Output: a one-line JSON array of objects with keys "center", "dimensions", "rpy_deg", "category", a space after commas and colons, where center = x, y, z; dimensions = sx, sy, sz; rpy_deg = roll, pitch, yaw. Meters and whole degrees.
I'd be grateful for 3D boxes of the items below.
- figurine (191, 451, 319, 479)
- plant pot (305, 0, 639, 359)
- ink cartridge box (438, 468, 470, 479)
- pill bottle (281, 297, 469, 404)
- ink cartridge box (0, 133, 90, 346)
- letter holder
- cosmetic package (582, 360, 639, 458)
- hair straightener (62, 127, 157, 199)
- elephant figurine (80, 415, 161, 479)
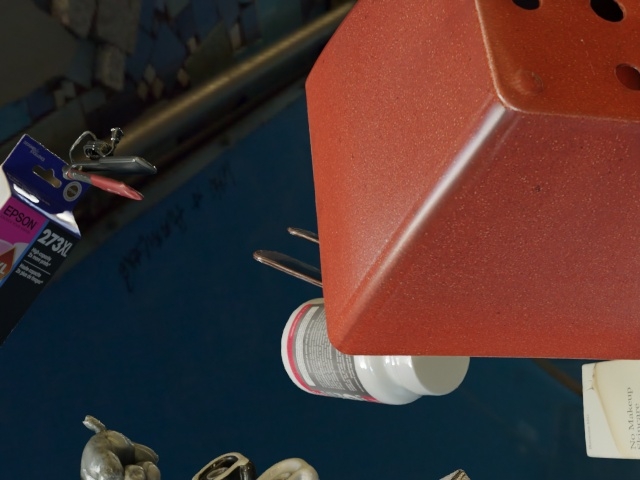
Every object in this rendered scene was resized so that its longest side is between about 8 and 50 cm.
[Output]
[{"center": [-0.058, 0.410, 1.252], "dimensions": [0.215, 0.209, 0.092], "rpy_deg": [-10, -161, 45], "category": "figurine"}, {"center": [0.150, -0.085, 0.644], "dimensions": [0.267, 0.236, 0.267], "rpy_deg": [2, -121, -13], "category": "plant pot"}, {"center": [0.100, 0.348, 0.892], "dimensions": [0.218, 0.158, 0.092], "rpy_deg": [-40, 179, 38], "category": "ink cartridge box"}, {"center": [0.090, 0.181, 1.492], "dimensions": [0.176, 0.176, 0.318], "rpy_deg": [-25, -169, -35], "category": "pill bottle"}, {"center": [-0.492, 0.034, 1.362], "dimensions": [0.069, 0.176, 0.371], "rpy_deg": [29, -98, 30], "category": "ink cartridge box"}, {"center": [0.000, 0.000, 1.766], "dimensions": [0.214, 0.152, 0.302], "rpy_deg": [20, -178, 5], "category": "letter holder"}, {"center": [0.532, 0.255, 1.365], "dimensions": [0.113, 0.160, 0.309], "rpy_deg": [4, 166, -15], "category": "cosmetic package"}, {"center": [-0.295, -0.112, 1.249], "dimensions": [0.230, 0.047, 0.089], "rpy_deg": [12, -108, 52], "category": "hair straightener"}, {"center": [-0.439, 0.513, 1.788], "dimensions": [0.169, 0.239, 0.186], "rpy_deg": [24, -159, -27], "category": "elephant figurine"}]
